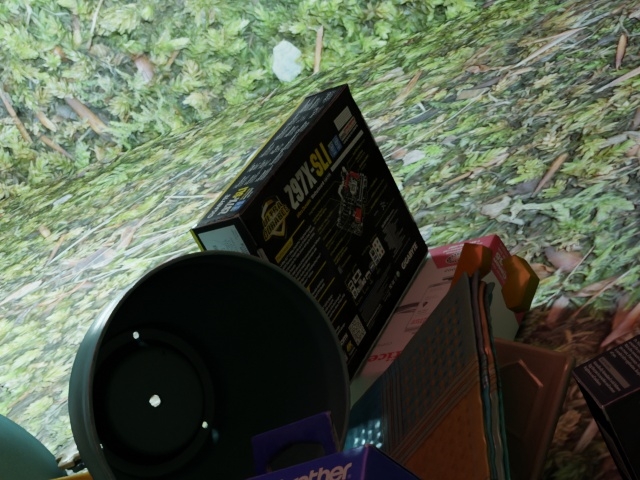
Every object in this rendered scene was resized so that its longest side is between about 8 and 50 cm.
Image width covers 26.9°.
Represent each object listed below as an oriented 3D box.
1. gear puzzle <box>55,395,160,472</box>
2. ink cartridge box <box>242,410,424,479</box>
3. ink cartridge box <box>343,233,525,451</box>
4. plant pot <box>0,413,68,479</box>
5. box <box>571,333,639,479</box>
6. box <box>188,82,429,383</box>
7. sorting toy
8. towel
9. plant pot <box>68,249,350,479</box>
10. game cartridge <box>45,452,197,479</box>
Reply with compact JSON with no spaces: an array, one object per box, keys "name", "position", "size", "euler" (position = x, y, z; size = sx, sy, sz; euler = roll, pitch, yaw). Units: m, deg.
[{"name":"gear puzzle","position":[-0.275,0.243,2.015],"size":[0.175,0.044,0.339],"euler":[-23,19,18]},{"name":"ink cartridge box","position":[-0.030,0.341,1.108],"size":[0.270,0.151,0.395],"euler":[-23,40,35]},{"name":"ink cartridge box","position":[0.119,0.130,1.672],"size":[0.207,0.117,0.283],"euler":[-13,25,32]},{"name":"plant pot","position":[-0.530,0.335,1.888],"size":[0.290,0.195,0.290],"euler":[-24,21,10]},{"name":"box","position":[0.346,0.164,1.262],"size":[0.158,0.156,0.093],"euler":[-27,20,0]},{"name":"box","position":[0.000,0.000,1.594],"size":[0.079,0.257,0.322],"euler":[-15,26,34]},{"name":"sorting toy","position":[0.173,0.160,1.419],"size":[0.229,0.041,0.307],"euler":[9,77,49]},{"name":"towel","position":[0.098,0.237,1.296],"size":[0.271,0.040,0.370],"euler":[-54,21,34]},{"name":"plant pot","position":[-0.143,0.167,1.410],"size":[0.293,0.293,0.196],"euler":[-40,14,-30]},{"name":"game cartridge","position":[-0.319,0.312,1.561],"size":[0.324,0.052,0.285],"euler":[-5,-15,-31]}]
